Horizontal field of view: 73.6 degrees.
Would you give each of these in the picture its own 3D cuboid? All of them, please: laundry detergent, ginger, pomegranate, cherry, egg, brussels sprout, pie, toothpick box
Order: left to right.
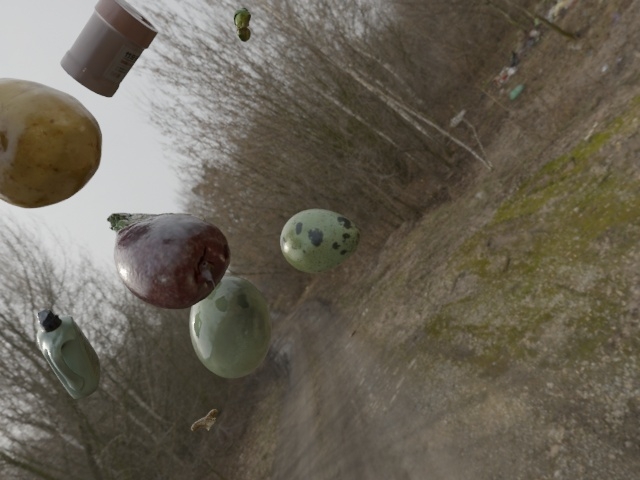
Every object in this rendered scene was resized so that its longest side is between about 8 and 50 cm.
[{"bbox_3d":[-0.739,-0.241,1.069,0.342,0.342,0.342,-52,2,3],"label":"pomegranate"},{"bbox_3d":[-0.773,0.328,1.299,0.105,0.215,0.280,-19,-49,-18],"label":"laundry detergent"},{"bbox_3d":[-0.372,-0.343,0.756,0.149,0.098,0.098,-46,4,14],"label":"toothpick box"},{"bbox_3d":[-0.492,-0.042,1.325,0.302,0.303,0.066,-60,-22,-75],"label":"pie"},{"bbox_3d":[-0.340,0.041,0.972,0.230,0.300,0.203,-51,-28,-46],"label":"cherry"},{"bbox_3d":[-0.355,0.573,1.343,0.097,0.048,0.030,-31,-40,-33],"label":"ginger"},{"bbox_3d":[-0.286,0.280,1.380,0.258,0.259,0.352,-56,-39,-63],"label":"egg"},{"bbox_3d":[-0.202,-0.562,1.124,0.083,0.046,0.051,87,-170,-47],"label":"brussels sprout"},{"bbox_3d":[0.000,0.000,1.163,0.228,0.177,0.177,-6,28,28],"label":"egg"}]
